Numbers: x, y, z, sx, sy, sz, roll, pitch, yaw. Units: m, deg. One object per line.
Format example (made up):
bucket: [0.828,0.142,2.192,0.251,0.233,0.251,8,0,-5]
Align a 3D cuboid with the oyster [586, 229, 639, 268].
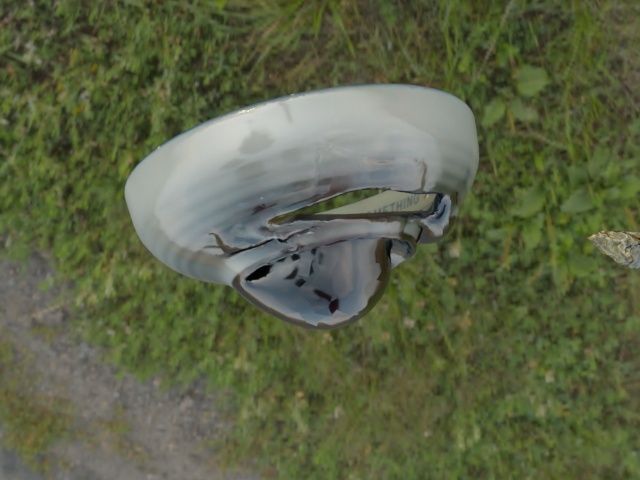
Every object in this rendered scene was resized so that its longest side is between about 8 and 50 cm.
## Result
oyster: [0.293,0.006,1.063,0.093,0.034,0.051,-7,144,-5]

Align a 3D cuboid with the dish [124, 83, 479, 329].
dish: [0.000,0.000,0.847,0.273,0.134,0.273,-13,164,-4]
